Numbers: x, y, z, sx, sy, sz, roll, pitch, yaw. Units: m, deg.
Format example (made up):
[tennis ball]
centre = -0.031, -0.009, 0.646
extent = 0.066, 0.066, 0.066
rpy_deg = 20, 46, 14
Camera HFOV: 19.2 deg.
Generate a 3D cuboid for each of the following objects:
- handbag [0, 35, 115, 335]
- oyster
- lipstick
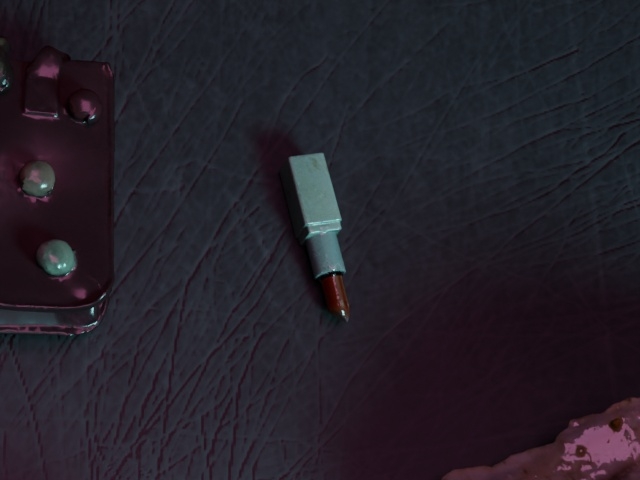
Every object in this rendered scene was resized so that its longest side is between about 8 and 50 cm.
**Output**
[handbag]
centre = -0.242, -0.043, 1.320
extent = 0.203, 0.074, 0.216
rpy_deg = 5, 67, -17
[oyster]
centre = 0.254, 0.173, 1.300
extent = 0.396, 0.204, 0.111
rpy_deg = -18, 97, -7
[lipstick]
centre = 0.001, 0.000, 1.403
extent = 0.030, 0.030, 0.129
rpy_deg = -8, 71, -21
